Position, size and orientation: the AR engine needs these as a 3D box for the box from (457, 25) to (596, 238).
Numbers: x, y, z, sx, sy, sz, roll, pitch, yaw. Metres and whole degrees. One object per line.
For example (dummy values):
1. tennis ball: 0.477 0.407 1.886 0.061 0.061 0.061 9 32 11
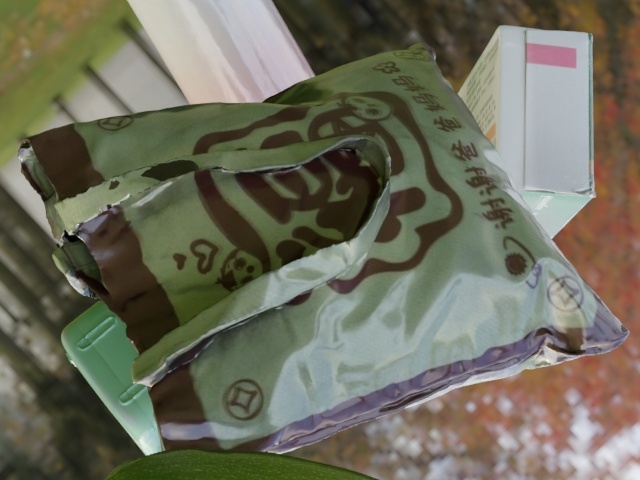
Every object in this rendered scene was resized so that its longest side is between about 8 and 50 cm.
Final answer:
1. box: 0.153 -0.071 1.480 0.199 0.081 0.135 125 -31 -72

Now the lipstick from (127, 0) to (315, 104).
1. lipstick: -0.097 -0.189 1.279 0.087 0.327 0.087 -28 -166 8

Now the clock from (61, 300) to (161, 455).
1. clock: -0.091 0.097 1.061 0.041 0.101 0.135 -39 146 -6

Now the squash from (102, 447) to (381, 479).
1. squash: 0.045 0.123 0.652 0.069 0.258 0.069 -163 -90 -84

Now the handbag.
1. handbag: 0.000 0.000 0.896 0.235 0.213 0.127 -15 148 -23
